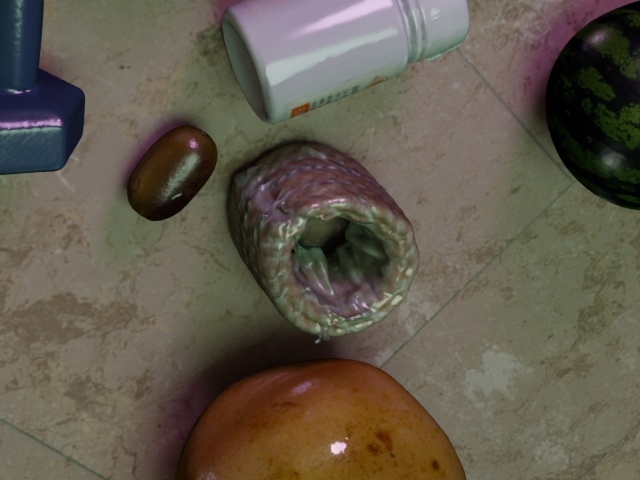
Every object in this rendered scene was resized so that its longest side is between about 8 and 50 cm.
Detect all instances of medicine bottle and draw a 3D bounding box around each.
[{"bbox_3d":[0.028,-0.234,1.526,0.252,0.144,0.144,-23,129,-10],"label":"medicine bottle"}]

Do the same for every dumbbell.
[{"bbox_3d":[-0.302,-0.227,1.356,0.160,0.144,0.325,-4,124,-24],"label":"dumbbell"}]

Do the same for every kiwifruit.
[{"bbox_3d":[-0.169,-0.078,1.575,0.075,0.075,0.124,28,111,-38],"label":"kiwifruit"}]

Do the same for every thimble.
[{"bbox_3d":[0.006,0.000,1.672,0.196,0.148,0.229,-32,133,-6],"label":"thimble"}]

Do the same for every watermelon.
[{"bbox_3d":[0.411,-0.170,1.709,0.269,0.269,0.269,-14,127,-19],"label":"watermelon"}]

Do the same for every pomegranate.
[{"bbox_3d":[-0.011,0.358,1.742,0.416,0.416,0.417,-14,127,-19],"label":"pomegranate"}]
